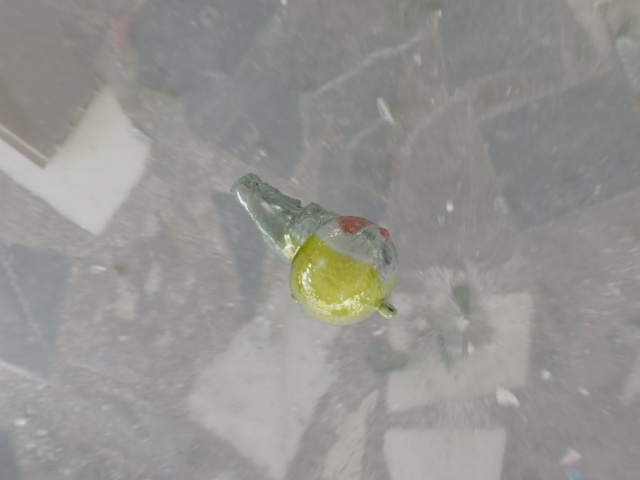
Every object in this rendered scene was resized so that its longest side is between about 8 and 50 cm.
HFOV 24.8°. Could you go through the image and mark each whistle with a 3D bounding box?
[{"bbox_3d":[0.000,0.000,1.508,0.223,0.123,0.123,43,92,15],"label":"whistle"}]
